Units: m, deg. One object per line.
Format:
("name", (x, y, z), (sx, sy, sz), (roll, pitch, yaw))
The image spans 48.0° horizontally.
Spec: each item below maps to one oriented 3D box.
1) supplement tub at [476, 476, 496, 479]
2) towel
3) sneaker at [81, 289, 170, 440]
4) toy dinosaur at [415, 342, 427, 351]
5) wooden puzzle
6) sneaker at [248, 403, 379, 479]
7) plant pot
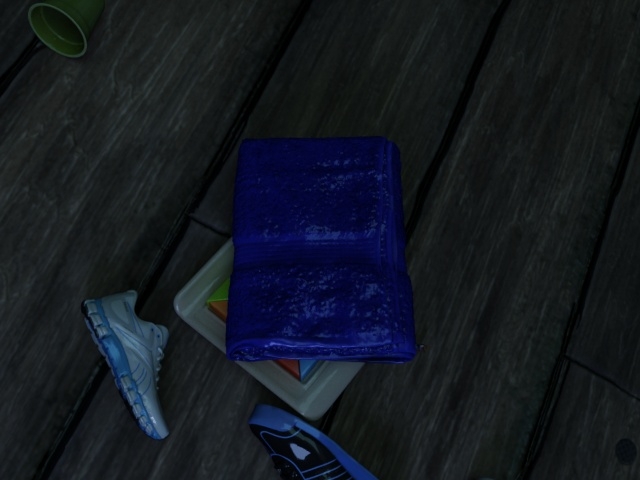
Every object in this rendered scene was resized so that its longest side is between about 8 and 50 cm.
("supplement tub", (0.213, 0.366, 0.921), (0.071, 0.071, 0.107), (35, 69, -5))
("towel", (0.000, 0.000, 0.898), (0.227, 0.076, 0.308), (1, 62, -2))
("sneaker", (-0.212, 0.144, 0.863), (0.083, 0.071, 0.191), (-23, 83, -26))
("toy dinosaur", (0.110, 0.119, 0.977), (0.082, 0.047, 0.090), (23, 59, -27))
("wooden puzzle", (-0.032, 0.074, 0.921), (0.238, 0.044, 0.221), (37, 68, 11))
("sneaker", (-0.005, 0.295, 0.872), (0.232, 0.081, 0.090), (38, 61, -4))
("plant pot", (-0.326, -0.300, 0.950), (0.083, 0.083, 0.079), (29, 58, -7))
